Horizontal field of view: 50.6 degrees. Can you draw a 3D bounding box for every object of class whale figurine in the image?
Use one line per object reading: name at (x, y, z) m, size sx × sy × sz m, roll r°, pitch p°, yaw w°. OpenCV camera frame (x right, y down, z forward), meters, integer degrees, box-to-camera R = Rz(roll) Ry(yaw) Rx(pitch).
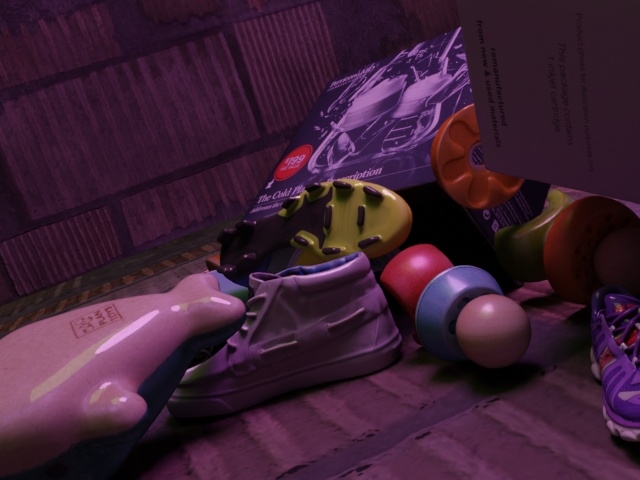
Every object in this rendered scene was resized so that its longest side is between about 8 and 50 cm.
whale figurine at (-0.192, 0.135, 0.631) m, size 0.272 × 0.141 × 0.216 m, roll -29°, pitch 28°, yaw -20°

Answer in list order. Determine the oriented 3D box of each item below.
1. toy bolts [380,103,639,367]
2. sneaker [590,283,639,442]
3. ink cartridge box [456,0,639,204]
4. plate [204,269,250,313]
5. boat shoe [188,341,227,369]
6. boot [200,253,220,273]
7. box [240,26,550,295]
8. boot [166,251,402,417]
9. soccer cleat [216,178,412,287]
toy bolts at (0.167, 0.005, 0.597) m, size 0.228 × 0.218 × 0.158 m, roll -39°, pitch 20°, yaw -8°
sneaker at (0.206, 0.075, 0.446) m, size 0.068 × 0.071 × 0.170 m, roll -18°, pitch 11°, yaw 10°
ink cartridge box at (0.339, -0.142, 0.445) m, size 0.286 × 0.166 × 0.395 m, roll -34°, pitch 33°, yaw -25°
plate at (-0.081, 0.080, 0.849) m, size 0.188 × 0.024 × 0.188 m, roll 5°, pitch 20°, yaw -2°
boat shoe at (-0.168, 0.138, 0.863) m, size 0.233 × 0.084 × 0.079 m, roll -17°, pitch 44°, yaw -29°
boot at (-0.075, 0.037, 1.082) m, size 0.211 × 0.104 × 0.295 m, roll -23°, pitch 7°, yaw -19°
box at (0.116, -0.101, 0.902) m, size 0.343 × 0.179 × 0.312 m, roll -10°, pitch 42°, yaw 45°
boot at (-0.055, 0.091, 0.693) m, size 0.259 × 0.123 × 0.095 m, roll -18°, pitch 10°, yaw 9°
soccer cleat at (0.000, -0.001, 0.781) m, size 0.121 × 0.093 × 0.289 m, roll 16°, pitch -23°, yaw -43°
